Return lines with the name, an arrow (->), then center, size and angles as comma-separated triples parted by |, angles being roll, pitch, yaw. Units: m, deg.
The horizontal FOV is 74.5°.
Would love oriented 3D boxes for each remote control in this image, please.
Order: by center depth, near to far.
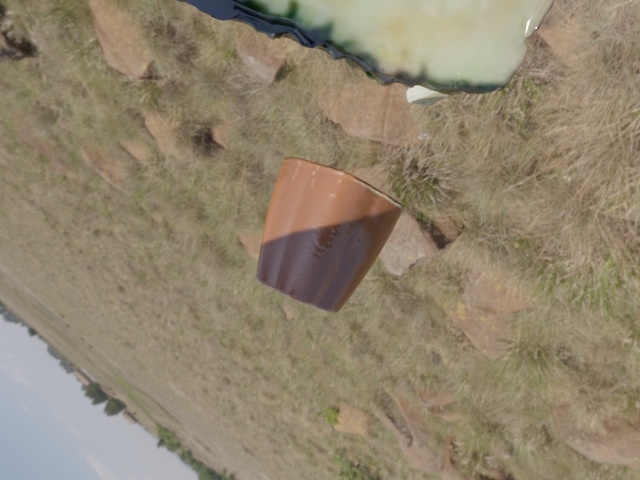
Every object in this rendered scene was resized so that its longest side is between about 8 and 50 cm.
remote control -> 0.221, -0.285, 0.779 | 0.122, 0.074, 0.032 | -9, 85, 51

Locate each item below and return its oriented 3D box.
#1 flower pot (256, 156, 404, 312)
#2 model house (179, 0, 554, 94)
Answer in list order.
flower pot -> 0.000, 0.000, 0.596 | 0.190, 0.173, 0.190 | 23, 179, 0
model house -> 0.037, -0.440, 0.488 | 0.444, 0.400, 0.395 | 8, 126, -9
